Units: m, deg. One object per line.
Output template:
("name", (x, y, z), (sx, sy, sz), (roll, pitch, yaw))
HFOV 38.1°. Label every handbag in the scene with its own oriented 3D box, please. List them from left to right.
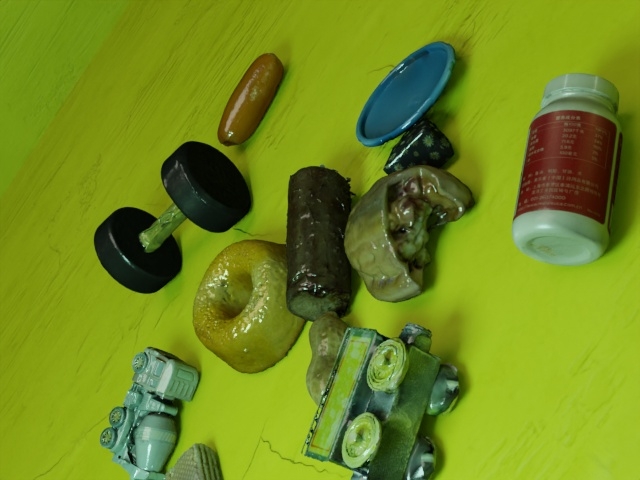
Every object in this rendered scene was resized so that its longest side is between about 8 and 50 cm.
("handbag", (0.166, -0.170, 1.623), (0.115, 0.072, 0.139), (-44, 24, 27))

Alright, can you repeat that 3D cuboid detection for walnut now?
("walnut", (0.118, -0.026, 1.516), (0.238, 0.141, 0.204), (-60, 30, -6))

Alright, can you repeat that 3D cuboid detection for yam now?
("yam", (-0.001, -0.001, 1.660), (0.131, 0.131, 0.279), (-30, 45, 36))

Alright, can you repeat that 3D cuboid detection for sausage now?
("sausage", (-0.161, -0.320, 2.122), (0.098, 0.098, 0.238), (25, 83, 55))

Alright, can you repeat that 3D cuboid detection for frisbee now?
("frisbee", (0.162, -0.262, 1.702), (0.242, 0.045, 0.242), (-41, 26, 25))

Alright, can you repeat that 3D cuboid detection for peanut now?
("peanut", (0.017, 0.200, 1.527), (0.089, 0.089, 0.192), (-32, 39, 34))

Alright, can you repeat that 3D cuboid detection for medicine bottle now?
("medicine bottle", (0.345, -0.099, 1.285), (0.131, 0.131, 0.250), (-12, 56, 47))

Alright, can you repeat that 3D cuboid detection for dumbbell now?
("dumbbell", (-0.326, -0.047, 2.030), (0.322, 0.204, 0.203), (-39, 39, 27))

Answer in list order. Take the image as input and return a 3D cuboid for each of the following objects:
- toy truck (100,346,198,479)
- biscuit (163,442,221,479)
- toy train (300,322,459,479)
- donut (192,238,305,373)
("toy truck", (-0.328, 0.350, 1.832), (0.140, 0.108, 0.256), (14, 78, 41))
("biscuit", (-0.216, 0.478, 1.630), (0.108, 0.062, 0.239), (-48, 35, 20))
("toy train", (0.092, 0.249, 1.353), (0.177, 0.134, 0.260), (-5, 60, 60))
("donut", (-0.138, 0.112, 1.757), (0.278, 0.108, 0.277), (-31, 44, 34))
